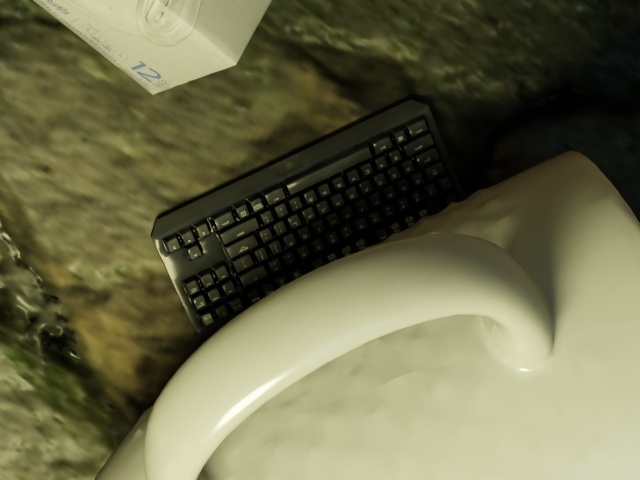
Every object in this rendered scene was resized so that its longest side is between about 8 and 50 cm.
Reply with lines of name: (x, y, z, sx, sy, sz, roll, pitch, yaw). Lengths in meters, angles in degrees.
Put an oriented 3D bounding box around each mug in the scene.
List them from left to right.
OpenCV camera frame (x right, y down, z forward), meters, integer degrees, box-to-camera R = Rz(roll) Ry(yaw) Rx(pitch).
mug: (0.040, 0.120, 0.962, 0.328, 0.276, 0.374, -26, 148, 1)

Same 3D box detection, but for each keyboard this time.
keyboard: (0.000, 0.000, 1.076, 0.180, 0.023, 0.108, -25, 113, -8)

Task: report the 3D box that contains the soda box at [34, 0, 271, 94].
soda box: (-0.147, -0.199, 0.909, 0.286, 0.091, 0.098, 39, 64, -24)
